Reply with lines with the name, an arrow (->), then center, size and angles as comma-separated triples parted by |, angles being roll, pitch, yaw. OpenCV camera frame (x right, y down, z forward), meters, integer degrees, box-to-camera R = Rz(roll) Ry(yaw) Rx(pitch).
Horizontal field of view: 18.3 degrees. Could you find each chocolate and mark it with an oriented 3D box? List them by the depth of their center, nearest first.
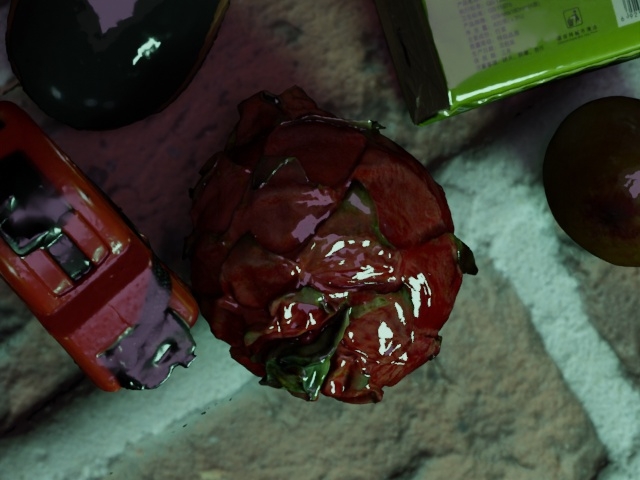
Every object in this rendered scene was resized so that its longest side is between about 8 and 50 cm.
chocolate -> 0.279, -0.048, 1.820 | 0.177, 0.177, 0.176 | 0, 89, -12

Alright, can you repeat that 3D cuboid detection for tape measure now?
tape measure -> -0.219, -0.001, 1.674 | 0.114, 0.253, 0.260 | -41, 102, -5

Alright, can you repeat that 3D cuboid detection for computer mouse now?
computer mouse -> -0.159, -0.250, 1.763 | 0.183, 0.116, 0.323 | 26, 83, -17

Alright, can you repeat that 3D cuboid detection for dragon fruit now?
dragon fruit -> 0.000, 0.000, 1.730 | 0.244, 0.244, 0.299 | -14, 73, -12

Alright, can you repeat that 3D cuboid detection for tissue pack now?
tissue pack -> 0.197, -0.242, 1.811 | 0.275, 0.167, 0.200 | -18, 91, -11
